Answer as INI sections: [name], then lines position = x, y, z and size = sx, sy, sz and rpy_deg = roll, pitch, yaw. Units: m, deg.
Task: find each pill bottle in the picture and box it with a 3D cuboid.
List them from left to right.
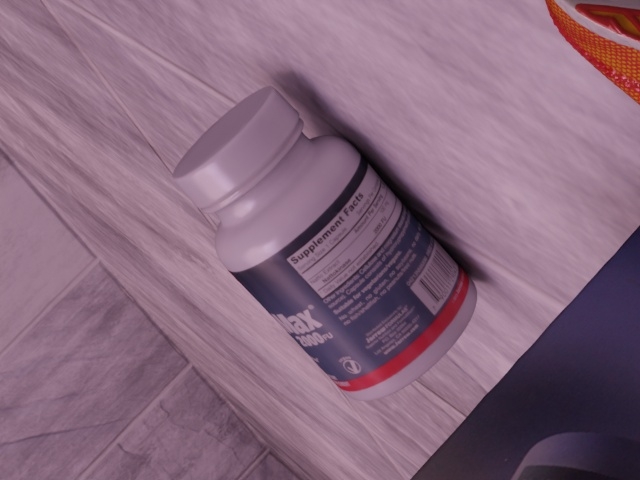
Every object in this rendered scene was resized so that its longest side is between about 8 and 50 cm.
[pill bottle]
position = 0.000, 0.000, 0.855
size = 0.180, 0.108, 0.108
rpy_deg = 48, 168, -16

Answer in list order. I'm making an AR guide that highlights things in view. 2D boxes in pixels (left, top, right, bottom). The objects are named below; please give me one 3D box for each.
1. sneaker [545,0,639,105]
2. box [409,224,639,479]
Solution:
[sneaker]
position = 0.134, -0.039, 0.397
size = 0.175, 0.064, 0.067
rpy_deg = 48, -176, 21
[box]
position = 0.161, 0.191, 0.509
size = 0.296, 0.294, 0.183
rpy_deg = 35, 166, 35
